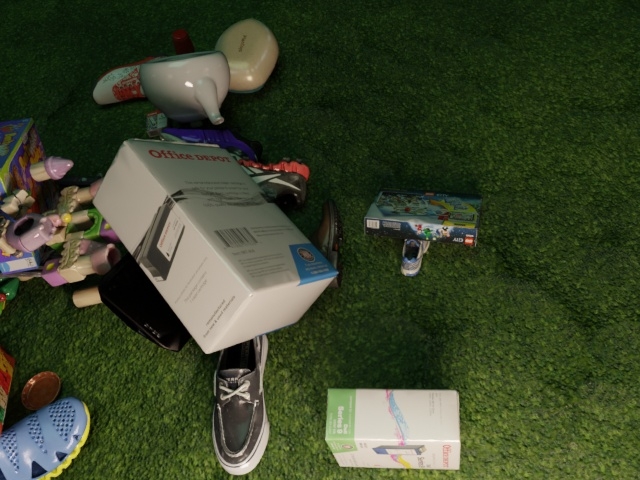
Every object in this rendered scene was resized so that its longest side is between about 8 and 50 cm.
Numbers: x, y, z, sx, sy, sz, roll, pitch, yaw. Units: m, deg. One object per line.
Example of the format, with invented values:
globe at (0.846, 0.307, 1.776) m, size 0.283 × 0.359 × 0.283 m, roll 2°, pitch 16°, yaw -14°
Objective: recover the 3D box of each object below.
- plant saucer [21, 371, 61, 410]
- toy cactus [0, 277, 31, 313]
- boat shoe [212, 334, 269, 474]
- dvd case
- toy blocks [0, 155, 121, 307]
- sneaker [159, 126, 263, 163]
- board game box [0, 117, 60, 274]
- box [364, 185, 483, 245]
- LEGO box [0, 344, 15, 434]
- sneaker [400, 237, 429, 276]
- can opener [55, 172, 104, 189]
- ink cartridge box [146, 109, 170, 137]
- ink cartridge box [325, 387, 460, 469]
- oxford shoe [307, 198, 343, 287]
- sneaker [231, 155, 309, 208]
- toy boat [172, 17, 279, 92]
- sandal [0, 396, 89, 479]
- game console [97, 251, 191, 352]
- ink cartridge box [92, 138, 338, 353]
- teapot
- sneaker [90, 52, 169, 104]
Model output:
plant saucer at (-0.581, 0.315, 1.202) m, size 0.084 × 0.013 × 0.083 m, roll -6°, pitch 54°, yaw 8°
toy cactus at (-0.754, 0.076, 1.373) m, size 0.181 × 0.112 × 0.219 m, roll -19°, pitch 43°, yaw -15°
boat shoe at (-0.152, 0.275, 1.083) m, size 0.108 × 0.102 × 0.301 m, roll -3°, pitch 53°, yaw 10°
dvd case at (-0.655, 0.014, 1.387) m, size 0.165 × 0.018 × 0.221 m, roll -1°, pitch 36°, yaw 0°
toy blocks at (-0.471, -0.046, 1.259) m, size 0.260 × 0.309 × 0.288 m, roll -13°, pitch 53°, yaw 10°
sneaker at (-0.278, -0.248, 1.512) m, size 0.294 × 0.102 × 0.146 m, roll 21°, pitch 54°, yaw 21°
board game box at (-0.705, -0.115, 1.342) m, size 0.078 × 0.233 × 0.347 m, roll -11°, pitch 33°, yaw -9°
box at (0.227, -0.057, 1.250) m, size 0.233 × 0.044 × 0.159 m, roll 7°, pitch 31°, yaw 17°
LEGO box at (-0.838, 0.357, 1.014) m, size 0.500 × 0.193 × 0.372 m, roll -34°, pitch 23°, yaw -13°
sneaker at (0.204, 0.008, 1.234) m, size 0.052 × 0.058 × 0.135 m, roll 5°, pitch 54°, yaw 16°
can opener at (-0.635, -0.148, 1.528) m, size 0.186 × 0.059 × 0.073 m, roll 11°, pitch 57°, yaw 19°
ink cartridge box at (-0.468, -0.351, 1.663) m, size 0.063 × 0.029 × 0.115 m, roll -14°, pitch 53°, yaw 2°
ink cartridge box at (0.125, 0.315, 0.962) m, size 0.213 × 0.154 × 0.093 m, roll -3°, pitch 53°, yaw 9°
oxford shoe at (0.000, 0.000, 1.271) m, size 0.096 × 0.082 × 0.227 m, roll -4°, pitch 52°, yaw 14°
sneaker at (-0.157, -0.123, 1.353) m, size 0.276 × 0.097 × 0.135 m, roll 0°, pitch 69°, yaw -15°
toy boat at (-0.281, -0.544, 1.713) m, size 0.319 × 0.148 × 0.267 m, roll 10°, pitch 61°, yaw 10°
sandal at (-0.581, 0.402, 1.062) m, size 0.317 × 0.138 × 0.126 m, roll -37°, pitch 53°, yaw -17°
game console at (-0.295, 0.054, 1.248) m, size 0.213 × 0.044 × 0.361 m, roll 44°, pitch 50°, yaw -12°
ink cartridge box at (-0.202, -0.006, 1.122) m, size 0.395 × 0.285 × 0.166 m, roll 48°, pitch 116°, yaw 20°
teapot at (-0.353, -0.397, 1.540) m, size 0.253 × 0.187 × 0.256 m, roll -3°, pitch 24°, yaw 12°
sneaker at (-0.547, -0.465, 1.726) m, size 0.270 × 0.090 × 0.145 m, roll -30°, pitch 51°, yaw -14°
